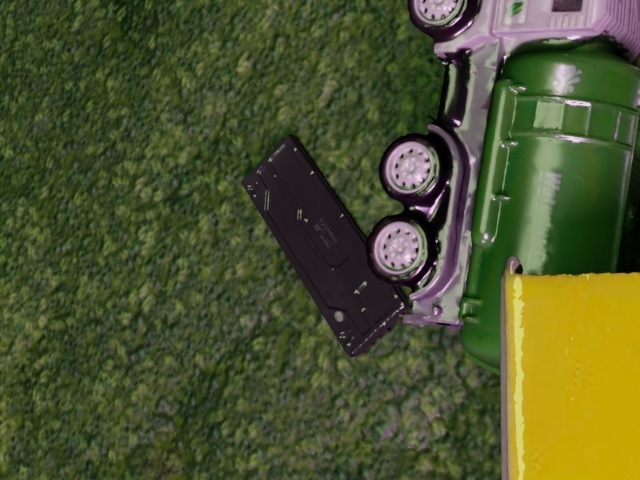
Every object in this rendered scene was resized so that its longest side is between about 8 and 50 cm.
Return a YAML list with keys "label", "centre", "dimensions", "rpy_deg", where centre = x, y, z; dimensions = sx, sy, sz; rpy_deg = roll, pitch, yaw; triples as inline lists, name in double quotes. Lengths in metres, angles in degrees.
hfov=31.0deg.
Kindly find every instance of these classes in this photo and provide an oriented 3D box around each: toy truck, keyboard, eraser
- label: "toy truck"
  centre: [0.109, -0.049, 0.607]
  dimensions: [0.125, 0.101, 0.242]
  rpy_deg: [6, 86, 32]
- label: "keyboard"
  centre: [0.000, 0.000, 0.729]
  dimensions: [0.053, 0.010, 0.155]
  rpy_deg: [-44, 58, 20]
- label: "eraser"
  centre: [0.159, 0.121, 0.507]
  dimensions: [0.158, 0.069, 0.226]
  rpy_deg: [0, 84, 3]
